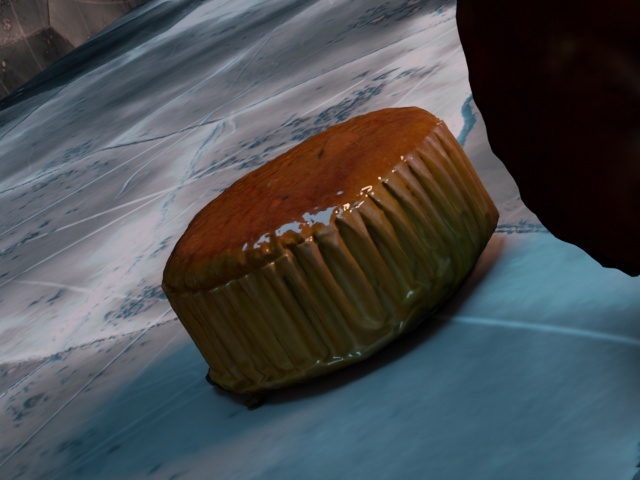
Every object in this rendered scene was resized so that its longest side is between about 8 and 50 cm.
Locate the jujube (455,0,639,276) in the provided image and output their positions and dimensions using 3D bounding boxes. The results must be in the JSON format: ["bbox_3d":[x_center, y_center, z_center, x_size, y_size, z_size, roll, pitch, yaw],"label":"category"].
[{"bbox_3d":[0.218,-0.134,0.682,0.276,0.276,0.377,-16,28,36],"label":"jujube"}]

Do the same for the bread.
[{"bbox_3d":[0.001,0.000,0.910,0.199,0.104,0.199,-28,15,8],"label":"bread"}]
